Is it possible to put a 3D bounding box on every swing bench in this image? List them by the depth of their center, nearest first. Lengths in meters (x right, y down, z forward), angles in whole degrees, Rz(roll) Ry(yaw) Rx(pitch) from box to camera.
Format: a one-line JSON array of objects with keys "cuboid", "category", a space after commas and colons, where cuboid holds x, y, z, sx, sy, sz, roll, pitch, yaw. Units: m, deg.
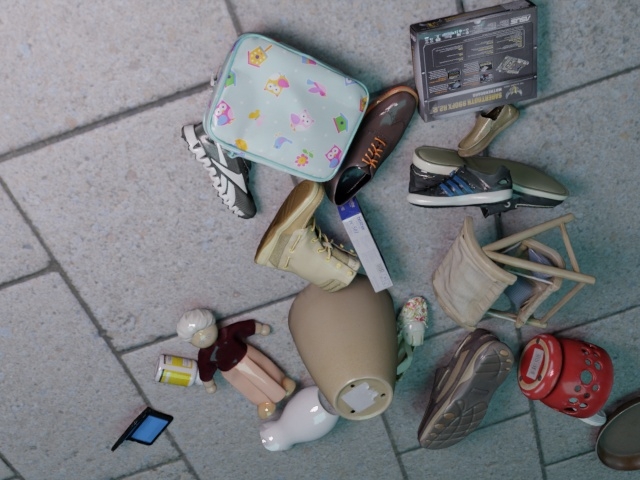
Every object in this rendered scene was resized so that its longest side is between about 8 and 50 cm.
[{"cuboid": [0.399, 0.078, 1.480, 0.254, 0.165, 0.253, -3, 151, -10], "category": "swing bench"}]

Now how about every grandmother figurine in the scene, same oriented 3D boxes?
[{"cuboid": [-0.198, 0.268, 1.590, 0.208, 0.104, 0.342, -52, 123, -12], "category": "grandmother figurine"}]

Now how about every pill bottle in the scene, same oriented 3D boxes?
[{"cuboid": [-0.327, 0.309, 1.616, 0.116, 0.065, 0.065, 14, 119, -17], "category": "pill bottle"}]

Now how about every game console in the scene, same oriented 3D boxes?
[{"cuboid": [-0.442, 0.480, 1.708, 0.071, 0.107, 0.122, 40, 111, 1], "category": "game console"}]

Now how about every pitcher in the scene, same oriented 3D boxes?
[{"cuboid": [-0.026, 0.456, 1.745, 0.177, 0.126, 0.207, 17, 132, -43], "category": "pitcher"}]

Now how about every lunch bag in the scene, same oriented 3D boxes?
[{"cuboid": [-0.072, -0.236, 1.256, 0.279, 0.108, 0.224, 20, 102, -20], "category": "lunch bag"}]

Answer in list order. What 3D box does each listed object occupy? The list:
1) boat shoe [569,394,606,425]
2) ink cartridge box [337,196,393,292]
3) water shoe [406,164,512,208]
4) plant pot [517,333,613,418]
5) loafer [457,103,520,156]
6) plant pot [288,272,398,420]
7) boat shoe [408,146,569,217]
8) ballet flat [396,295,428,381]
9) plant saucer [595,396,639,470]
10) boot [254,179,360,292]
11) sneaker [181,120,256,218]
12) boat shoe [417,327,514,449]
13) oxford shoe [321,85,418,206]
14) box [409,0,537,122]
[{"cuboid": [0.729, 0.453, 1.900, 0.184, 0.066, 0.063, 28, 115, -14], "category": "boat shoe"}, {"cuboid": [0.094, 0.003, 1.472, 0.046, 0.097, 0.207, -23, 124, 6], "category": "ink cartridge box"}, {"cuboid": [0.268, -0.106, 1.336, 0.203, 0.073, 0.080, -2, 88, 9], "category": "water shoe"}, {"cuboid": [0.602, 0.332, 1.725, 0.174, 0.191, 0.191, 19, 118, -11], "category": "plant pot"}, {"cuboid": [0.331, -0.229, 1.390, 0.148, 0.056, 0.050, -41, 120, 5], "category": "loafer"}, {"cuboid": [0.067, 0.254, 1.524, 0.256, 0.274, 0.257, -4, 124, -6], "category": "plant pot"}, {"cuboid": [0.341, -0.102, 1.429, 0.339, 0.127, 0.113, 8, 122, -13], "category": "boat shoe"}, {"cuboid": [0.212, 0.248, 1.663, 0.091, 0.077, 0.241, 5, 122, -21], "category": "ballet flat"}, {"cuboid": [0.941, 0.551, 2.003, 0.310, 0.050, 0.311, -5, 124, -7], "category": "plant saucer"}, {"cuboid": [0.000, 0.000, 1.412, 0.203, 0.095, 0.262, 26, 133, -12], "category": "boot"}, {"cuboid": [-0.168, -0.143, 1.343, 0.106, 0.078, 0.234, -25, 121, 10], "category": "sneaker"}, {"cuboid": [0.355, 0.377, 1.743, 0.132, 0.130, 0.356, 22, 111, -26], "category": "boat shoe"}, {"cuboid": [0.105, -0.177, 1.352, 0.096, 0.098, 0.271, 25, 117, -23], "category": "oxford shoe"}, {"cuboid": [0.294, -0.339, 1.307, 0.230, 0.056, 0.183, -13, 125, -1], "category": "box"}]
